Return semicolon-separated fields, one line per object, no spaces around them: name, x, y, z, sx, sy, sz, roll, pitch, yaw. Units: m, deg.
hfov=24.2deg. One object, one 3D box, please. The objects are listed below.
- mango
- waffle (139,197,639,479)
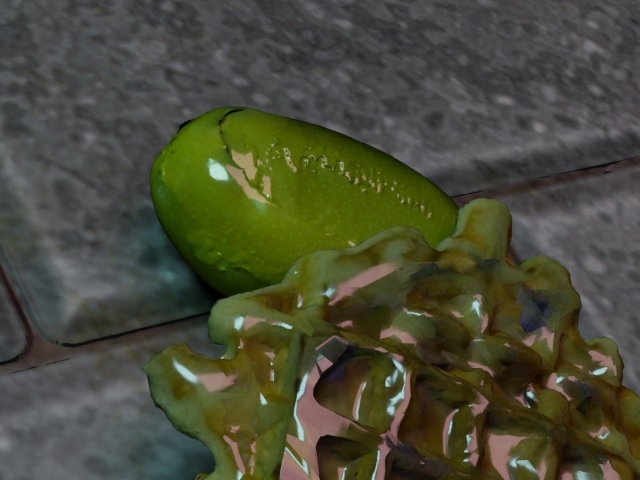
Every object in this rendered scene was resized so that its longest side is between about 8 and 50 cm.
mango;0.000;0.000;0.652;0.165;0.074;0.091;28;51;-21
waffle;0.058;0.097;0.579;0.204;0.054;0.223;-20;80;-35
